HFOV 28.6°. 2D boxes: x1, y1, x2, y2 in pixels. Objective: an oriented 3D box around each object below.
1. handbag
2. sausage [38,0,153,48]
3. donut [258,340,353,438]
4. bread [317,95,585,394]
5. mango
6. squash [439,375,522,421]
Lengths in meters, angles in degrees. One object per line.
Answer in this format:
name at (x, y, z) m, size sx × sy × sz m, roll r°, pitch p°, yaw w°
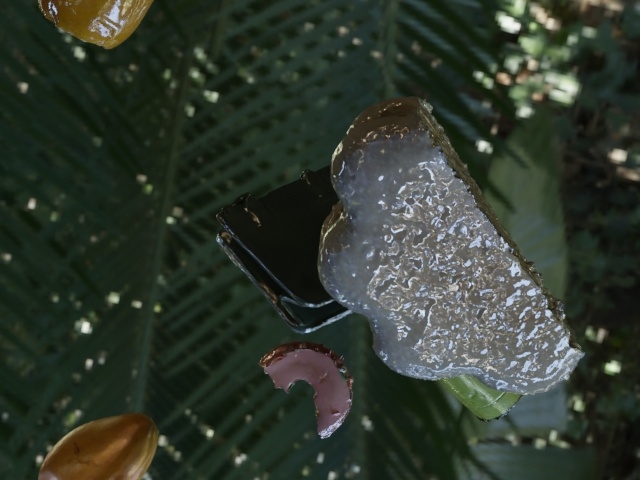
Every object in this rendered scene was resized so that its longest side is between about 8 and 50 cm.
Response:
handbag at (0.001, -0.001, 1.938) m, size 0.248 × 0.079 × 0.260 m, roll -26°, pitch -127°, yaw -24°
sausage at (-0.198, -0.392, 1.428) m, size 0.134 × 0.354 × 0.116 m, roll 40°, pitch -166°, yaw 38°
donut at (-0.009, 0.216, 1.973) m, size 0.166 × 0.117 × 0.065 m, roll 48°, pitch -177°, yaw -5°
bread at (0.107, 0.028, 1.209) m, size 0.337 × 0.183 × 0.102 m, roll 54°, pitch -161°, yaw -21°
mango at (-0.327, 0.329, 1.871) m, size 0.112 × 0.219 × 0.144 m, roll 37°, pitch -149°, yaw -33°
squash at (0.156, 0.118, 1.509) m, size 0.224 × 0.094 × 0.094 m, roll 45°, pitch 173°, yaw -22°
